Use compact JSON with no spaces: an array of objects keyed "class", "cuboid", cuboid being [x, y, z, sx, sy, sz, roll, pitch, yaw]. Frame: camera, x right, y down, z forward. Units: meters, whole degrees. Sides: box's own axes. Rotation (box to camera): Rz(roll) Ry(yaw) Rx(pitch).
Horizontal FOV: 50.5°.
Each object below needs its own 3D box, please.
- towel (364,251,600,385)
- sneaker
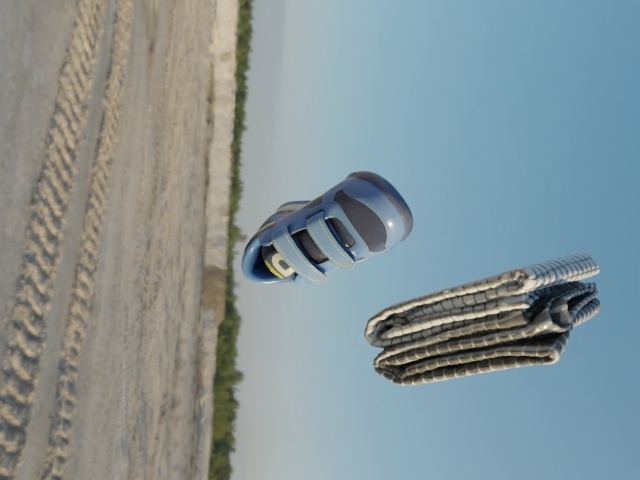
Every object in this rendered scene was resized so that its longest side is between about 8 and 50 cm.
[{"class":"towel","cuboid":[0.237,0.114,0.960,0.283,0.235,0.121,-21,-99,38]},{"class":"sneaker","cuboid":[0.000,0.000,0.422,0.053,0.059,0.144,55,-33,-9]}]
